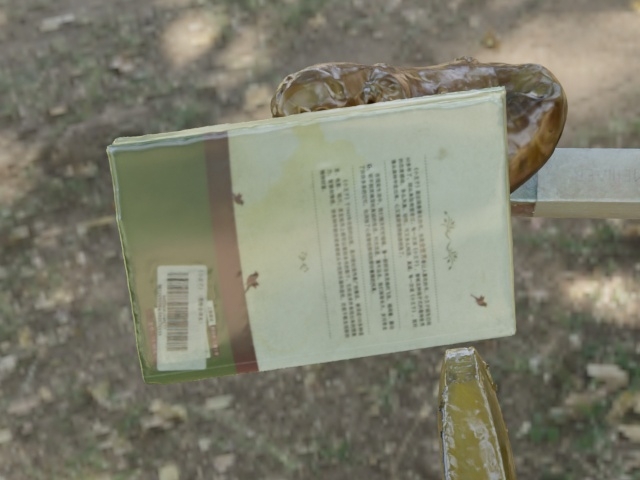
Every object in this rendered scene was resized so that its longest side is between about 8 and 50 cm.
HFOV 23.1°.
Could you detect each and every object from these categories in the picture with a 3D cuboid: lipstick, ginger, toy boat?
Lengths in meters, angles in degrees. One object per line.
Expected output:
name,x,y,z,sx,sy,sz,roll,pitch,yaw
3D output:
lipstick,0.394,-0.072,2.014,0.372,0.080,0.076,1,73,3
ginger,0.090,-0.099,1.549,0.321,0.172,0.165,-5,55,-26
toy boat,0.194,0.288,1.893,0.089,0.321,0.121,-10,-7,10

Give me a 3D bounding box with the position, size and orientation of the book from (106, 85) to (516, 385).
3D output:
book,0.000,0.000,1.146,0.290,0.201,0.026,-7,22,-5
